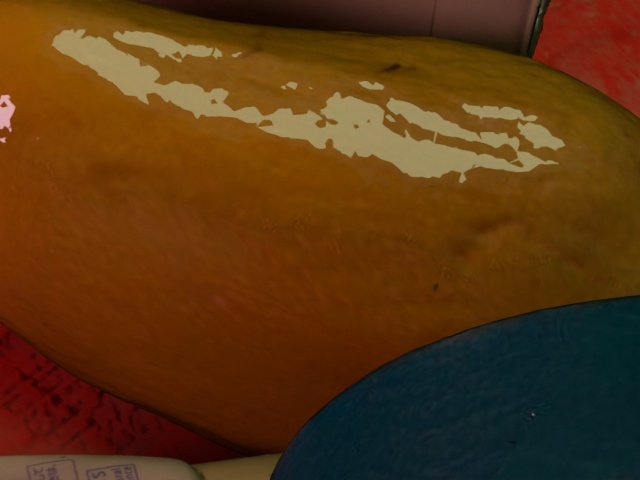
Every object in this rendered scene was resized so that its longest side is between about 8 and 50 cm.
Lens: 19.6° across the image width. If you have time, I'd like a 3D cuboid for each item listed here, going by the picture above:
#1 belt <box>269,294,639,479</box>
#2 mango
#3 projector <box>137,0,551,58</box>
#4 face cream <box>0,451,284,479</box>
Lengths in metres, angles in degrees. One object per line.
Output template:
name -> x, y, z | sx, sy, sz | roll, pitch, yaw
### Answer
belt -> 0.178, 0.180, 0.589 | 0.436, 0.300, 0.173 | 25, 43, -17
mango -> 0.000, 0.006, 0.720 | 0.331, 0.195, 0.142 | 10, 41, -10
projector -> -0.067, -0.147, 0.770 | 0.337, 0.108, 0.108 | 12, 41, 5
face cream -> -0.108, 0.120, 0.648 | 0.224, 0.070, 0.114 | -6, 51, -22
